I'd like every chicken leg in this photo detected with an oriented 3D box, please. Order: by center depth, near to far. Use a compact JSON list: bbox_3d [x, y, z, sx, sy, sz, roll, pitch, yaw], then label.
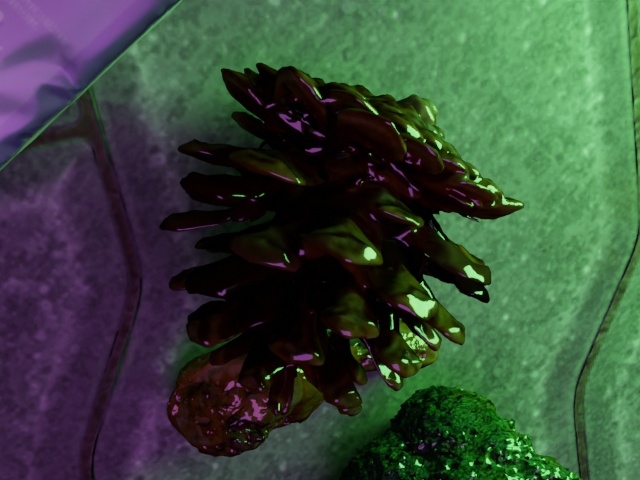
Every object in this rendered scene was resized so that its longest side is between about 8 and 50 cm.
[{"bbox_3d":[-0.011,0.117,0.721,0.251,0.107,0.087,-14,95,-21],"label":"chicken leg"}]

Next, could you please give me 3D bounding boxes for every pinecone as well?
[{"bbox_3d":[0.007,0.005,0.595,0.264,0.264,0.264,-5,108,-15],"label":"pinecone"}]

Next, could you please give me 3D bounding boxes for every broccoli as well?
[{"bbox_3d":[0.138,0.287,0.738,0.275,0.308,0.308,-7,112,-50],"label":"broccoli"}]

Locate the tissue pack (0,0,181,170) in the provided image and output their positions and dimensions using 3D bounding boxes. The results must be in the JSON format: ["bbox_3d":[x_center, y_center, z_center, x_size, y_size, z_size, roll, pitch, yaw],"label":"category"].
[{"bbox_3d":[-0.253,-0.236,0.502,0.242,0.160,0.338,-43,112,-1],"label":"tissue pack"}]
